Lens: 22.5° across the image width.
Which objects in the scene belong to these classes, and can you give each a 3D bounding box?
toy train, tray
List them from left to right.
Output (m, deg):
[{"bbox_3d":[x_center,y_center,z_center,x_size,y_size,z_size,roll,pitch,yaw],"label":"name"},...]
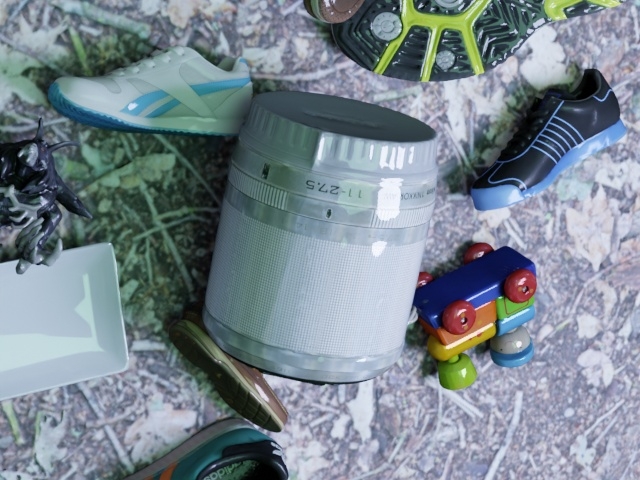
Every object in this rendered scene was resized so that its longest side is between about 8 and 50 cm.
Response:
[{"bbox_3d":[-0.337,0.093,1.669,0.270,0.030,0.145,-12,105,-24],"label":"tray"},{"bbox_3d":[0.144,0.116,1.884,0.248,0.105,0.143,-26,122,-20],"label":"toy train"}]

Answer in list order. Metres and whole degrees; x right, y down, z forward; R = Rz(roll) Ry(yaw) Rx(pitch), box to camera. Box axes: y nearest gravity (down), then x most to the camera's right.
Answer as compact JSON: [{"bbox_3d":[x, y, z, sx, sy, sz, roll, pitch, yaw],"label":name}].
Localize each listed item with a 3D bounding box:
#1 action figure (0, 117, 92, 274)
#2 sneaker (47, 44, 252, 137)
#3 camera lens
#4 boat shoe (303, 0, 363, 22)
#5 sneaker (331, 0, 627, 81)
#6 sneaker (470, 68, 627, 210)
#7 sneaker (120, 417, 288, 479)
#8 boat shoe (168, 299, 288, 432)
[{"bbox_3d":[-0.328,-0.020,1.581,0.164,0.141,0.276,36,69,-7],"label":"action figure"},{"bbox_3d":[-0.178,-0.159,1.688,0.228,0.087,0.092,2,91,-33],"label":"sneaker"},{"bbox_3d":[0.000,0.000,1.692,0.219,0.219,0.274,3,108,-26],"label":"camera lens"},{"bbox_3d":[0.016,-0.360,1.736,0.095,0.095,0.258,18,83,-47],"label":"boat shoe"},{"bbox_3d":[0.196,-0.283,1.818,0.384,0.147,0.145,-16,109,-3],"label":"sneaker"},{"bbox_3d":[0.260,-0.121,1.905,0.232,0.081,0.090,-32,109,-25],"label":"sneaker"},{"bbox_3d":[-0.167,0.307,1.747,0.302,0.121,0.108,-38,112,-16],"label":"sneaker"},{"bbox_3d":[-0.091,0.140,1.785,0.178,0.064,0.060,50,59,-18],"label":"boat shoe"}]
